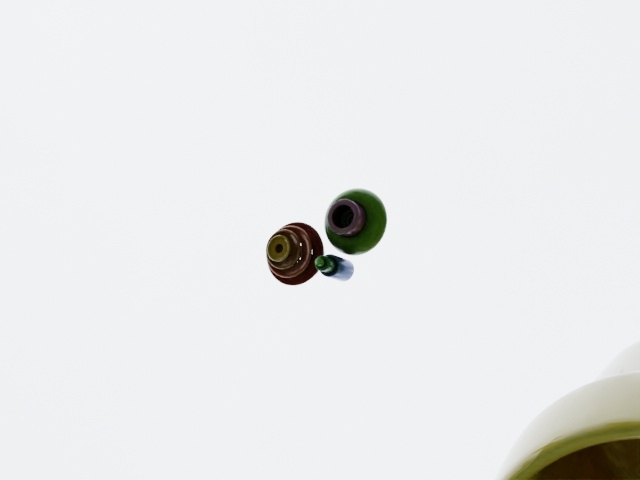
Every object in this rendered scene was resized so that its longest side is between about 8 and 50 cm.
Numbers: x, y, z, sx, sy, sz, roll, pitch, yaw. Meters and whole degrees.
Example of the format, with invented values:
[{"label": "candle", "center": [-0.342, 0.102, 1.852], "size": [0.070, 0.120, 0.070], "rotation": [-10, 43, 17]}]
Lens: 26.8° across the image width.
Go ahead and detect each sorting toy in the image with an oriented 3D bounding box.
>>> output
[{"label": "sorting toy", "center": [0.000, 0.000, 0.992], "size": [0.102, 0.042, 0.061], "rotation": [-33, -113, 18]}]

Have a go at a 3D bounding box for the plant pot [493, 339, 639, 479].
[{"label": "plant pot", "center": [0.256, 0.186, 0.954], "size": [0.254, 0.239, 0.254], "rotation": [8, -67, 19]}]
